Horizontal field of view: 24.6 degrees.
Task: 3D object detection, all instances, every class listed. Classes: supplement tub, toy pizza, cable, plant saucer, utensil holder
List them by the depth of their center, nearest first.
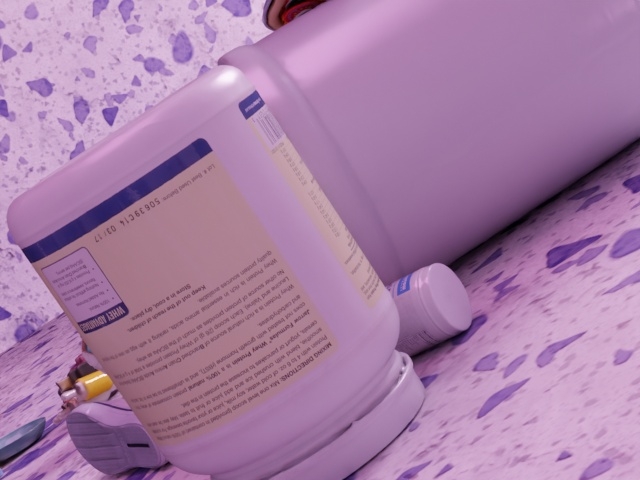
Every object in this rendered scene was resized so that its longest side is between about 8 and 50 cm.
[{"bbox_3d":[-0.081,0.045,1.228,0.235,0.325,0.235,-32,8,5],"label":"supplement tub"},{"bbox_3d":[0.078,0.072,1.362,0.107,0.071,0.071,-30,9,30],"label":"supplement tub"},{"bbox_3d":[0.133,-0.155,1.608,0.385,0.328,0.327,-32,8,-8],"label":"utensil holder"},{"bbox_3d":[0.026,-0.288,1.637,0.201,0.032,0.201,-31,-12,-7],"label":"toy pizza"},{"bbox_3d":[-0.280,0.192,2.192,0.287,0.072,0.139,-24,-14,-28],"label":"cable"},{"bbox_3d":[-0.461,0.305,2.212,0.119,0.021,0.119,-28,6,3],"label":"plant saucer"}]

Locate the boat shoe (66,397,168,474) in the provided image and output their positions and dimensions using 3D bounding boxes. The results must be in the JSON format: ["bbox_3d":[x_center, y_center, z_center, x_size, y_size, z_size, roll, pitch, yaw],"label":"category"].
[{"bbox_3d":[-0.203,0.214,1.640,0.075,0.083,0.226,-25,15,-33],"label":"boat shoe"}]

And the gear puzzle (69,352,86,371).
[{"bbox_3d":[-0.338,0.142,2.626,0.175,0.044,0.339,-31,8,17],"label":"gear puzzle"}]

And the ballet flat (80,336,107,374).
[{"bbox_3d":[-0.154,0.089,2.064,0.409,0.147,0.147,-34,8,-27],"label":"ballet flat"}]

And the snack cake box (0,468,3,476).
[{"bbox_3d":[-0.583,0.257,2.122,0.089,0.264,0.152,-37,9,-27],"label":"snack cake box"}]
